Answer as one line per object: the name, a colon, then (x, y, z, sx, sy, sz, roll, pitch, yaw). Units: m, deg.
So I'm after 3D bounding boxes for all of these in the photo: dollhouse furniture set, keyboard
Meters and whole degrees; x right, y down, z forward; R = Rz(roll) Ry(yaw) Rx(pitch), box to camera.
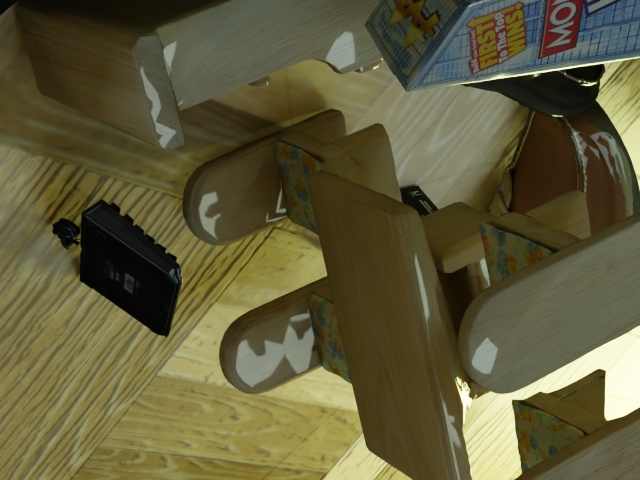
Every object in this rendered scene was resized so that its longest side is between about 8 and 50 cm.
dollhouse furniture set: (0.000, 0.000, 1.113, 0.256, 0.362, 0.394, -24, 116, -24)
keyboard: (-0.142, 0.013, 1.189, 0.023, 0.108, 0.180, -55, 178, -18)

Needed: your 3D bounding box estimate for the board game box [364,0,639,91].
board game box: (0.124, -0.162, 0.937, 0.194, 0.060, 0.194, -20, 145, -14)

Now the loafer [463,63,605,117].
loafer: (0.156, -0.152, 1.314, 0.220, 0.080, 0.078, 6, 127, -48)

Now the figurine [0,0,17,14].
figurine: (-0.244, -0.147, 0.929, 0.215, 0.092, 0.209, 3, 132, -45)

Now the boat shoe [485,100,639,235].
boat shoe: (0.199, 0.000, 1.508, 0.120, 0.122, 0.324, -26, 144, -15)

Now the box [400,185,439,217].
box: (0.055, -0.002, 1.422, 0.083, 0.052, 0.062, -12, 139, -33)
